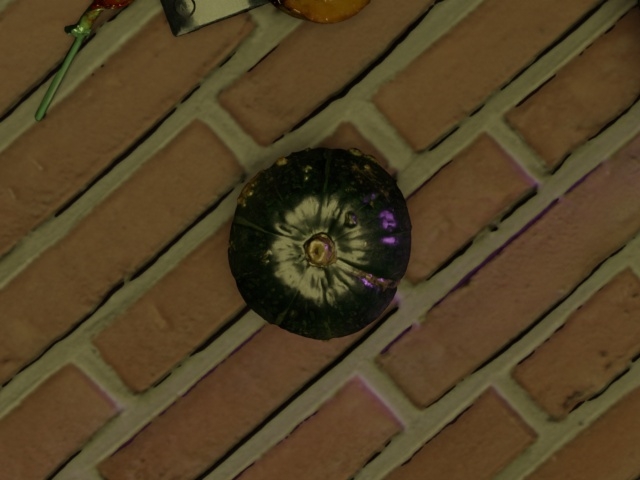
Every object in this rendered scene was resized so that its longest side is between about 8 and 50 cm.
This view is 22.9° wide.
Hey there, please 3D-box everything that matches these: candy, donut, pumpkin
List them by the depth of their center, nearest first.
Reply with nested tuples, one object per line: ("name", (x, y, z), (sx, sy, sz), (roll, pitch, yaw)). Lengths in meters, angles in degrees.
("donut", (-0.005, -0.281, 1.543), (0.140, 0.059, 0.140), (-1, 93, -18))
("pumpkin", (0.000, 0.001, 1.556), (0.190, 0.146, 0.190), (0, 77, -1))
("candy", (-0.235, -0.204, 1.571), (0.060, 0.060, 0.201), (31, 104, -6))

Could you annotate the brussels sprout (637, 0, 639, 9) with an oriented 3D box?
("brussels sprout", (0.442, -0.277, 1.458), (0.276, 0.315, 0.371), (-15, 128, -23))

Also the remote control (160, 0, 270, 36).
("remote control", (-0.160, -0.393, 1.540), (0.107, 0.044, 0.377), (-19, 99, 4))
